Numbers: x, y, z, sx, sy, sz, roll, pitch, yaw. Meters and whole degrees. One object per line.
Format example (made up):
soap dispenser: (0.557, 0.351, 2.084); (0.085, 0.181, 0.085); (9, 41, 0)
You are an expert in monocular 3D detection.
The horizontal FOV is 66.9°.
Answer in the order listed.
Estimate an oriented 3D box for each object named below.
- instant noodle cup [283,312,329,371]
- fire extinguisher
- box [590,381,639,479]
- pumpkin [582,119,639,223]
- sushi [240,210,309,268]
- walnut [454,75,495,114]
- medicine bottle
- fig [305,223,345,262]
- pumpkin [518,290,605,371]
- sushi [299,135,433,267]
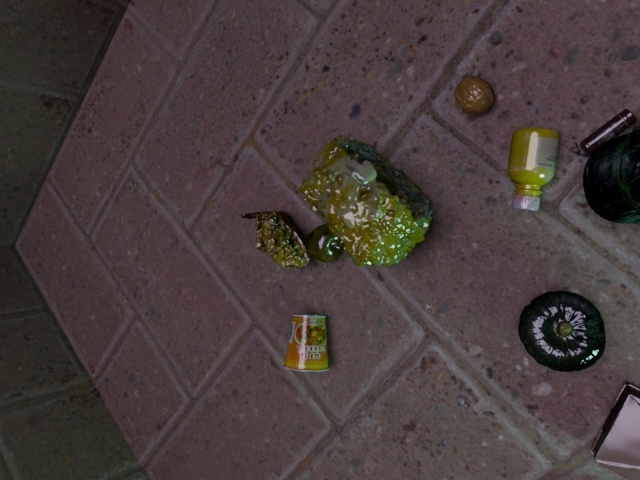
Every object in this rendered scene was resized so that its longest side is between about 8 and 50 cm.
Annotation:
instant noodle cup: (-0.043, 0.349, 1.684); (0.168, 0.168, 0.185); (0, 83, 31)
fire extinguisher: (0.734, -0.271, 1.260); (0.064, 0.043, 0.158); (39, 117, -21)
box: (0.817, 0.501, 1.193); (0.215, 0.086, 0.215); (27, 103, 28)
pumpkin: (0.767, -0.160, 1.099); (0.314, 0.315, 0.239); (-7, 89, 31)
sushi: (-0.152, -0.011, 1.722); (0.166, 0.179, 0.297); (-40, 70, 31)
walnut: (0.445, -0.422, 1.403); (0.105, 0.105, 0.125); (-41, 67, 25)
medicine bottle: (0.571, -0.189, 1.314); (0.121, 0.121, 0.213); (9, 96, 31)
fig: (0.018, 0.002, 1.676); (0.126, 0.185, 0.133); (4, 101, -7)
pumpkin: (0.630, 0.236, 1.265); (0.211, 0.152, 0.212); (0, 90, 26)
sushi: (0.139, -0.112, 1.441); (0.240, 0.351, 0.397); (-50, 65, 22)
